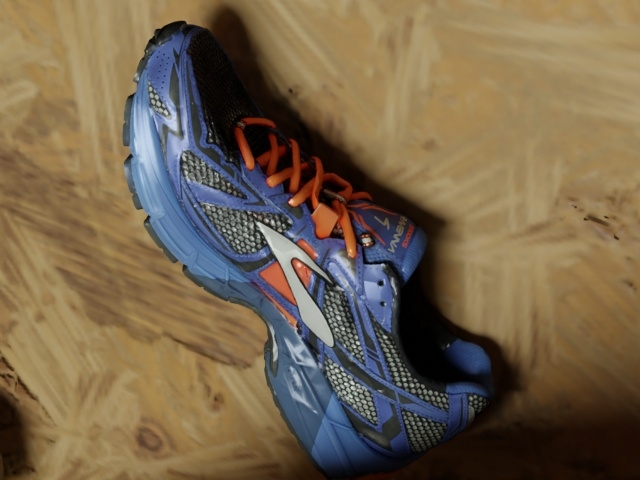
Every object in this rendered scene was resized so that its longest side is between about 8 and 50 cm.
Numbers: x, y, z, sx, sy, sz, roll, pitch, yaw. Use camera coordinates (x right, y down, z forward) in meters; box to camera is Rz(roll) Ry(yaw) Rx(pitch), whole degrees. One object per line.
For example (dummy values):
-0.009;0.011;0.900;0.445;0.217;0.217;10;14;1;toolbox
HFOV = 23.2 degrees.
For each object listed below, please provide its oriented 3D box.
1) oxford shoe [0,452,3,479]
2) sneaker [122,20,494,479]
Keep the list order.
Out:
-0.295;0.160;0.889;0.348;0.123;0.130;-12;136;32;oxford shoe
0.000;0.000;0.648;0.087;0.083;0.221;-23;113;29;sneaker
